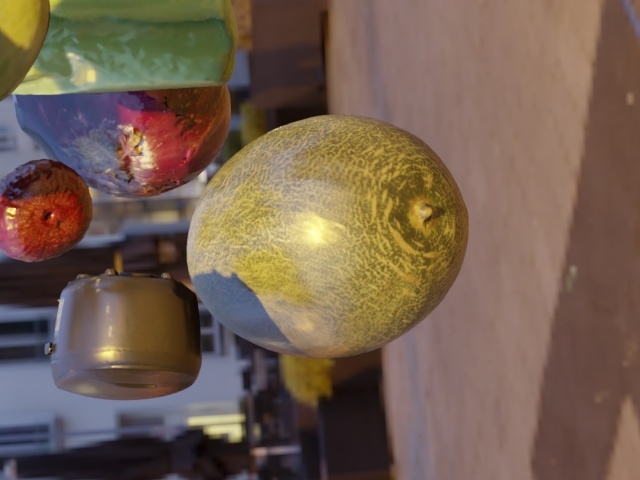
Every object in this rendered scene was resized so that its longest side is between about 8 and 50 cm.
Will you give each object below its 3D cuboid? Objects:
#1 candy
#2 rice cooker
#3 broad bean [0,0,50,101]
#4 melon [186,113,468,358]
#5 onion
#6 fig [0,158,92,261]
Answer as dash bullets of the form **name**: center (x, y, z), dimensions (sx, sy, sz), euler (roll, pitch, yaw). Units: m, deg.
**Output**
- **candy**: center (-0.276, -0.258, 2.049), dimensions (0.142, 0.343, 0.132), euler (180, 87, -85)
- **rice cooker**: center (-0.184, 0.090, 1.498), dimensions (0.203, 0.142, 0.118), euler (165, 108, -68)
- **broad bean**: center (-0.417, -0.237, 1.656), dimensions (0.119, 0.291, 0.238), euler (5, -100, -72)
- **melon**: center (0.000, 0.000, 1.631), dimensions (0.329, 0.248, 0.249), euler (-19, 70, 48)
- **onion**: center (-0.295, -0.262, 2.502), dimensions (0.348, 0.347, 0.385), euler (91, -168, -48)
- **fig**: center (-0.321, -0.052, 1.786), dimensions (0.119, 0.119, 0.153), euler (91, 158, -49)
